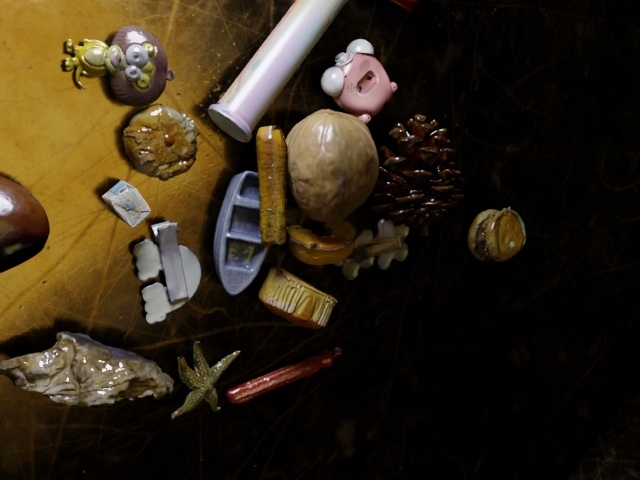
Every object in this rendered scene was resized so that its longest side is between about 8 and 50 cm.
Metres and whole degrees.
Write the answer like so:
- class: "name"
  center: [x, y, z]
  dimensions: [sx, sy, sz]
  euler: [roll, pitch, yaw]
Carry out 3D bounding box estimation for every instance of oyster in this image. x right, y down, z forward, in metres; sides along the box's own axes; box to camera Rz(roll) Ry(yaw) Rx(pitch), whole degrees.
- class: "oyster"
  center: [-0.449, 0.258, 1.117]
  dimensions: [0.341, 0.166, 0.110]
  euler: [22, 93, -23]

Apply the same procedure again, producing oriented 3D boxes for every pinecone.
- class: "pinecone"
  center: [0.244, -0.165, 1.414]
  dimensions: [0.244, 0.244, 0.309]
  euler: [-2, 83, -33]

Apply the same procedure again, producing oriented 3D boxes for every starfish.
- class: "starfish"
  center: [-0.265, 0.325, 1.289]
  dimensions: [0.217, 0.050, 0.223]
  euler: [-48, 140, -37]

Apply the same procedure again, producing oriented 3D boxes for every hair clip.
- class: "hair clip"
  center: [-0.325, 0.065, 1.201]
  dimensions: [0.140, 0.054, 0.220]
  euler: [-18, 114, -34]
- class: "hair clip"
  center: [0.140, 0.018, 1.488]
  dimensions: [0.257, 0.075, 0.146]
  euler: [-17, 104, -37]

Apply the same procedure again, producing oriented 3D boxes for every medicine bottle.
- class: "medicine bottle"
  center: [-0.080, -0.413, 1.218]
  dimensions: [0.108, 0.108, 0.426]
  euler: [42, 76, -33]

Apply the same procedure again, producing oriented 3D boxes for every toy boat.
- class: "toy boat"
  center: [-0.175, -0.016, 1.262]
  dimensions: [0.127, 0.078, 0.283]
  euler: [12, 95, -36]

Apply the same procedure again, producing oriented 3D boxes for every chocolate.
- class: "chocolate"
  center: [-0.568, -0.032, 0.963]
  dimensions: [0.177, 0.177, 0.176]
  euler: [-9, 106, -32]

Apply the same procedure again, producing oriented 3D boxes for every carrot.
- class: "carrot"
  center: [-0.105, -0.115, 1.206]
  dimensions: [0.070, 0.070, 0.260]
  euler: [-3, 95, -33]

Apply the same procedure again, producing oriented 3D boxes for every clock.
- class: "clock"
  center: [0.094, -0.385, 1.345]
  dimensions: [0.166, 0.093, 0.162]
  euler: [-50, 120, -13]

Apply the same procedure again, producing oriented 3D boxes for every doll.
- class: "doll"
  center: [-0.376, -0.322, 1.049]
  dimensions: [0.188, 0.096, 0.145]
  euler: [-19, 104, -18]

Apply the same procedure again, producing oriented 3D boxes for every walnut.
- class: "walnut"
  center: [0.022, -0.167, 1.272]
  dimensions: [0.225, 0.225, 0.261]
  euler: [-22, 126, -28]

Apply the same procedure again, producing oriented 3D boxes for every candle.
- class: "candle"
  center: [-0.088, 0.348, 1.428]
  dimensions: [0.329, 0.048, 0.051]
  euler: [-16, 97, -29]

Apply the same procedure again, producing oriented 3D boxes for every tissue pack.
- class: "tissue pack"
  center: [-0.383, -0.072, 1.099]
  dimensions: [0.059, 0.094, 0.074]
  euler: [-41, 119, -18]

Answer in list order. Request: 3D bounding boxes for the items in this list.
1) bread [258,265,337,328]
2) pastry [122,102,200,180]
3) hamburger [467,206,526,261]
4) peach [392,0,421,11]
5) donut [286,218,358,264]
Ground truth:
- class: "bread"
  center: [-0.058, 0.146, 1.346]
  dimensions: [0.190, 0.132, 0.114]
  euler: [25, 88, -33]
- class: "pastry"
  center: [-0.320, -0.197, 1.121]
  dimensions: [0.153, 0.081, 0.153]
  euler: [-15, 120, -27]
- class: "hamburger"
  center: [0.545, -0.022, 1.727]
  dimensions: [0.177, 0.113, 0.185]
  euler: [31, 76, -29]
- class: "peach"
  center: [0.154, -0.664, 1.279]
  dimensions: [0.159, 0.154, 0.267]
  euler: [-32, 127, -33]
- class: "donut"
  center: [0.008, 0.005, 1.353]
  dimensions: [0.181, 0.146, 0.078]
  euler: [-16, 126, -34]
